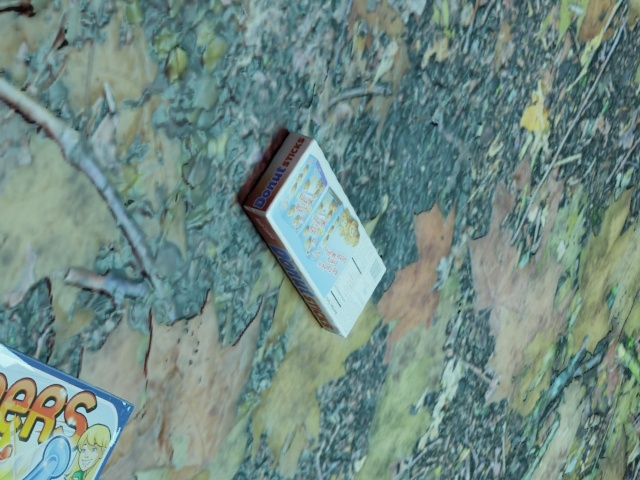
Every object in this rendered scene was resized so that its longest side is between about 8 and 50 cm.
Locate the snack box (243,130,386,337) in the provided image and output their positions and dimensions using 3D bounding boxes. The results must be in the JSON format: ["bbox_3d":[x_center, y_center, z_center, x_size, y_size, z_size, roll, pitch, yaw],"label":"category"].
[{"bbox_3d":[0.000,0.000,1.046,0.064,0.022,0.178,-58,149,-18],"label":"snack box"}]

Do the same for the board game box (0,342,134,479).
[{"bbox_3d":[-0.190,0.118,0.794,0.136,0.035,0.201,-65,150,-7],"label":"board game box"}]
